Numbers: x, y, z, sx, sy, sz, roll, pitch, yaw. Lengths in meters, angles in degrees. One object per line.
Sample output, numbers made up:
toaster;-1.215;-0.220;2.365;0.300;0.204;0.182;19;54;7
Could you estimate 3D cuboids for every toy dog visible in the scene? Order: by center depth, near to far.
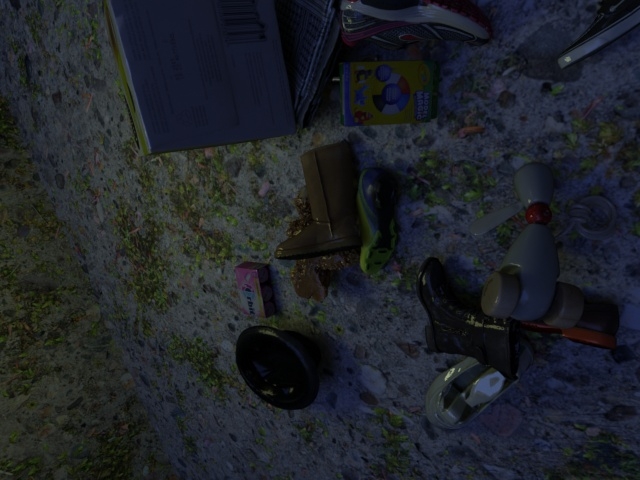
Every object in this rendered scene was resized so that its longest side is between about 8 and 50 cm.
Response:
toy dog;0.399;0.028;0.803;0.220;0.333;0.161;33;159;6

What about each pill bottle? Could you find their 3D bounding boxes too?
pill bottle;0.024;-0.378;1.027;0.083;0.043;0.043;35;125;21

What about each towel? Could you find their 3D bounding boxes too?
towel;-0.056;-0.476;0.966;0.324;0.056;0.312;57;134;36

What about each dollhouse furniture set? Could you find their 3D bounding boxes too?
dollhouse furniture set;0.046;-0.442;0.935;0.144;0.123;0.151;12;114;32

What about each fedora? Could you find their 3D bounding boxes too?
fedora;-0.119;0.392;1.358;0.334;0.152;0.333;11;113;29

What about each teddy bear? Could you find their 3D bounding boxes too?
teddy bear;0.000;0.000;1.167;0.245;0.113;0.337;-5;97;30

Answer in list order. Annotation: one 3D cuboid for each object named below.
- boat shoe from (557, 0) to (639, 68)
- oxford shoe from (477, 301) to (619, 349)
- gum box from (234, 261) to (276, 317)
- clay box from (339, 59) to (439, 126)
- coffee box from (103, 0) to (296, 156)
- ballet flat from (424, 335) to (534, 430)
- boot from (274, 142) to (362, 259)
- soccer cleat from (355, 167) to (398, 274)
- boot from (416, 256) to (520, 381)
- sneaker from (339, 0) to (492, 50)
boat shoe;0.493;-0.377;0.673;0.219;0.078;0.070;-34;87;31
oxford shoe;0.485;0.151;0.889;0.271;0.097;0.098;11;79;40
gum box;-0.221;0.173;1.406;0.107;0.062;0.188;4;110;35
clay box;0.153;-0.314;0.870;0.222;0.053;0.127;-5;111;-7
coffee box;-0.301;-0.397;0.999;0.334;0.338;0.337;19;121;61
ballet flat;0.364;0.380;1.020;0.139;0.139;0.400;40;126;17
boot;-0.018;-0.094;1.051;0.236;0.089;0.269;-11;77;7
soccer cleat;0.138;-0.050;1.063;0.121;0.094;0.289;-136;41;-53
boot;0.340;0.164;0.925;0.229;0.091;0.262;-4;97;56
sneaker;0.186;-0.427;0.801;0.299;0.120;0.112;9;138;-3
